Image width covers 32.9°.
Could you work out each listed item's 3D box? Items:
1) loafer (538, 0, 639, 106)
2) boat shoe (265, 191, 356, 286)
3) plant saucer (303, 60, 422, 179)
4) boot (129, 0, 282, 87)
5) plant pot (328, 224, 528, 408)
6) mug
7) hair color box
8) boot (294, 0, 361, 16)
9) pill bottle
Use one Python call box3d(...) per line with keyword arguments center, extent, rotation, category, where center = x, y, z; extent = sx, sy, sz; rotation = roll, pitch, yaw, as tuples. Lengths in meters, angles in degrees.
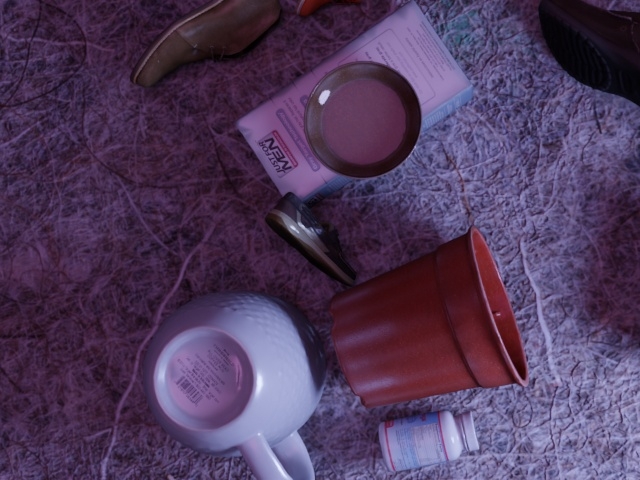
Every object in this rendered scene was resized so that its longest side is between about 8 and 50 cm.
box3d(center=(0.513, -0.311, 1.783), extent=(0.130, 0.134, 0.366), rotation=(-40, 54, -12), category="loafer")
box3d(center=(-0.001, -0.001, 1.850), extent=(0.080, 0.223, 0.073), rotation=(21, 74, 52), category="boat shoe")
box3d(center=(0.072, -0.199, 1.810), extent=(0.198, 0.036, 0.199), rotation=(0, 88, 8), category="plant saucer")
box3d(center=(-0.204, -0.357, 1.951), extent=(0.305, 0.112, 0.115), rotation=(-37, 92, 3), category="boot")
box3d(center=(0.172, 0.146, 1.783), extent=(0.265, 0.272, 0.272), rotation=(-19, 83, 16), category="plant pot")
box3d(center=(-0.124, 0.259, 1.773), extent=(0.276, 0.328, 0.374), rotation=(-32, 82, 6), category="mug")
box3d(center=(0.060, -0.227, 1.889), extent=(0.374, 0.113, 0.185), rotation=(-34, 82, 5), category="hair color box")
box3d(center=(0.029, -0.443, 1.940), extent=(0.158, 0.059, 0.085), rotation=(-41, 86, 3), category="boot")
box3d(center=(0.184, 0.337, 1.841), extent=(0.160, 0.087, 0.087), rotation=(-12, 84, 8), category="pill bottle")
